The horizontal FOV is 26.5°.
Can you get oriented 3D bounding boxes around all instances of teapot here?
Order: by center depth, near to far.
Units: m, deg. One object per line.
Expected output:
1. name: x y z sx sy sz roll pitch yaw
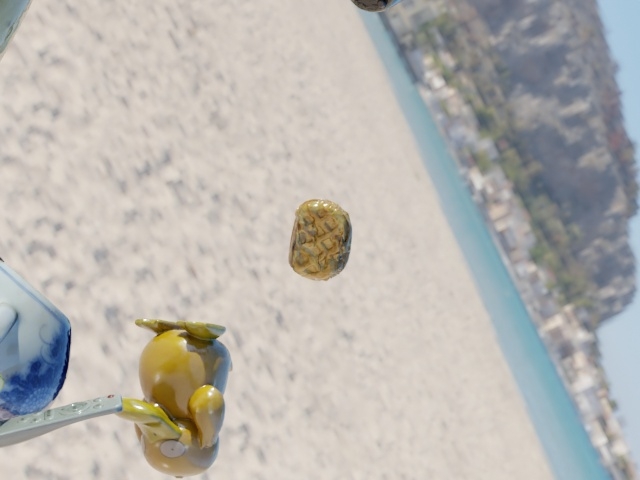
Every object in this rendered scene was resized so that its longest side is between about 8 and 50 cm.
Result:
1. teapot: -0.468 0.161 1.759 0.252 0.280 0.424 43 -12 -9

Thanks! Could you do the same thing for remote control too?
1. remote control: -0.324 0.217 1.611 0.050 0.184 0.027 -125 -157 -74

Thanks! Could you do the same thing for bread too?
1. bread: 0.000 0.000 1.792 0.044 0.083 0.111 -32 133 -72

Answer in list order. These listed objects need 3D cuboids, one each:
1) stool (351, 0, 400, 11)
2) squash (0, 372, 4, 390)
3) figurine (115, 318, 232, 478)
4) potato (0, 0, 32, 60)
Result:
1. stool: 0.085 -0.368 1.890 0.096 0.096 0.110 62 31 -15
2. squash: -0.355 0.129 1.434 0.027 0.027 0.083 59 -6 -36
3. figurine: -0.217 0.241 2.116 0.228 0.215 0.215 -66 146 -24
4. potato: -0.374 -0.181 1.080 0.285 0.242 0.242 27 2 9
